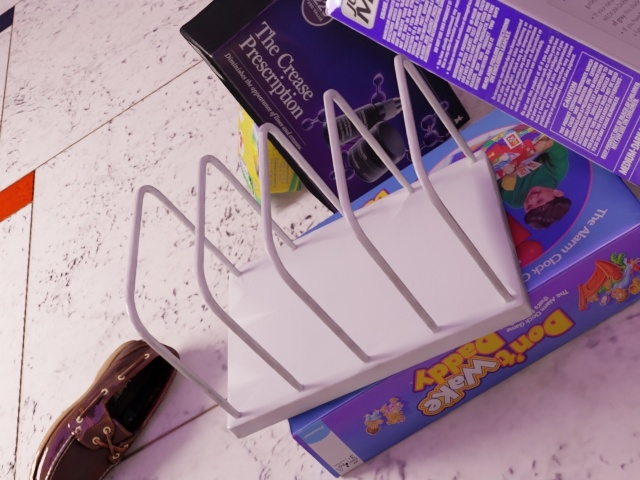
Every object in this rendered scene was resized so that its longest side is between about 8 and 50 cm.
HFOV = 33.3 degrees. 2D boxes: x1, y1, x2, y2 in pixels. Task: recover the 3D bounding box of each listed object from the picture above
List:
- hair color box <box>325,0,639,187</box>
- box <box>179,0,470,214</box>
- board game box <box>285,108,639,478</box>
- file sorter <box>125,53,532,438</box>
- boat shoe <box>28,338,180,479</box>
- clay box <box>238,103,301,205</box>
[{"bbox_3d":[0.196,-0.199,0.942,0.339,0.110,0.185,34,48,18],"label":"hair color box"},{"bbox_3d":[0.011,-0.172,1.114,0.184,0.261,0.103,-43,37,-3],"label":"box"},{"bbox_3d":[0.112,0.028,0.977,0.347,0.078,0.233,-32,38,10],"label":"board game box"},{"bbox_3d":[0.000,0.000,0.895,0.277,0.173,0.193,-25,40,18],"label":"file sorter"},{"bbox_3d":[-0.221,0.188,1.103,0.073,0.073,0.207,4,55,45],"label":"boat shoe"},{"bbox_3d":[-0.058,-0.153,1.236,0.053,0.222,0.127,-7,31,-15],"label":"clay box"}]
